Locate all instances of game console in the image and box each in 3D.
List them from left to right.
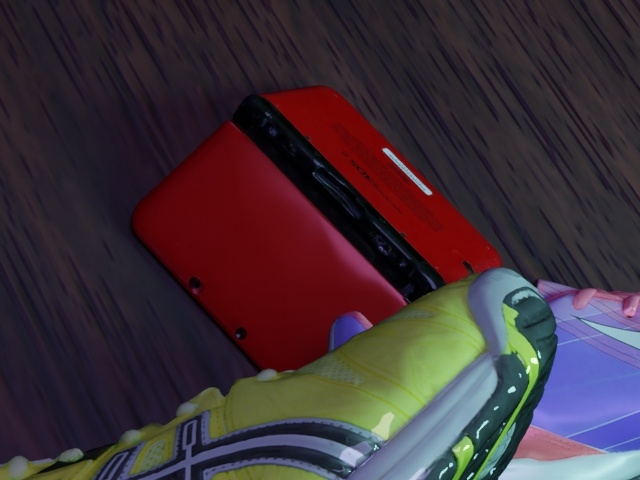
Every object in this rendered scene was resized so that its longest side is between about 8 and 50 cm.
[{"bbox_3d":[0.000,0.000,0.846,0.144,0.085,0.124,46,28,15],"label":"game console"}]

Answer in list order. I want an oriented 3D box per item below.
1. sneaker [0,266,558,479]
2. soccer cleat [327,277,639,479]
[{"bbox_3d":[-0.071,0.122,0.632,0.384,0.145,0.147,-37,68,-13],"label":"sneaker"},{"bbox_3d":[0.156,0.062,0.784,0.318,0.108,0.116,-11,75,-16],"label":"soccer cleat"}]
